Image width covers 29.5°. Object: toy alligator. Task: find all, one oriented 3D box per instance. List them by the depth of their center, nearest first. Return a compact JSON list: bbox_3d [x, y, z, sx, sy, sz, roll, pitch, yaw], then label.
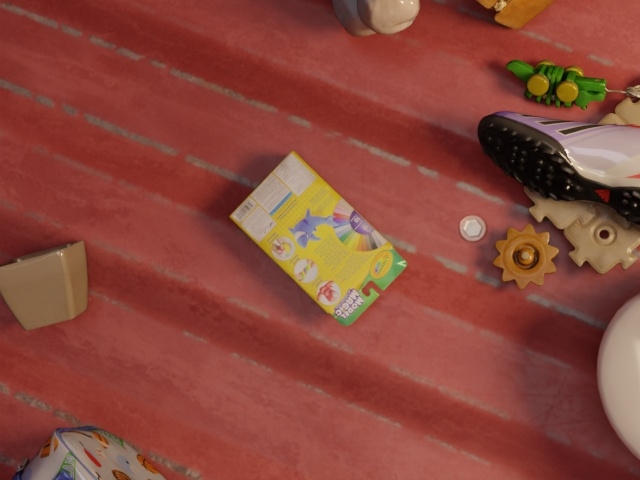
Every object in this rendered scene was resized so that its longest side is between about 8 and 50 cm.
[{"bbox_3d":[0.337,-0.197,1.618,0.189,0.056,0.051,15,128,13],"label":"toy alligator"}]

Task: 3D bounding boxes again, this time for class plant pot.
[{"bbox_3d":[-0.377,0.065,1.675,0.109,0.109,0.096,-15,95,6],"label":"plant pot"}]

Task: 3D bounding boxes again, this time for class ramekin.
[{"bbox_3d":[0.470,0.160,1.463,0.277,0.135,0.277,8,103,38],"label":"ramekin"}]

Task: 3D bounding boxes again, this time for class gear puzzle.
[{"bbox_3d":[0.374,-0.050,1.606,0.339,0.044,0.175,-41,74,2],"label":"gear puzzle"}]

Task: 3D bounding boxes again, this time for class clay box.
[{"bbox_3d":[0.000,0.000,1.649,0.222,0.053,0.127,45,92,8],"label":"clay box"}]

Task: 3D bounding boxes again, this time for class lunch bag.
[{"bbox_3d":[-0.255,0.363,1.559,0.303,0.243,0.115,42,91,9],"label":"lunch bag"}]

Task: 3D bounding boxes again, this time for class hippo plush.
[{"bbox_3d":[0.111,-0.414,1.614,0.236,0.294,0.234,-26,115,-17],"label":"hippo plush"}]

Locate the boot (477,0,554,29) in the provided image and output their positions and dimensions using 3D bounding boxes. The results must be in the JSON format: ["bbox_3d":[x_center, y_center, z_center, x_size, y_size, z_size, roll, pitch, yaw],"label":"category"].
[{"bbox_3d":[0.331,-0.359,1.608,0.295,0.104,0.211,20,127,-27],"label":"boot"}]

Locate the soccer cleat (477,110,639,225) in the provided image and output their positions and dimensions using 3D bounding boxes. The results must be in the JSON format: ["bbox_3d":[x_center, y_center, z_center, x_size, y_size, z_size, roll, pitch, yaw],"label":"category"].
[{"bbox_3d":[0.358,-0.107,1.555,0.318,0.109,0.116,22,61,19],"label":"soccer cleat"}]
